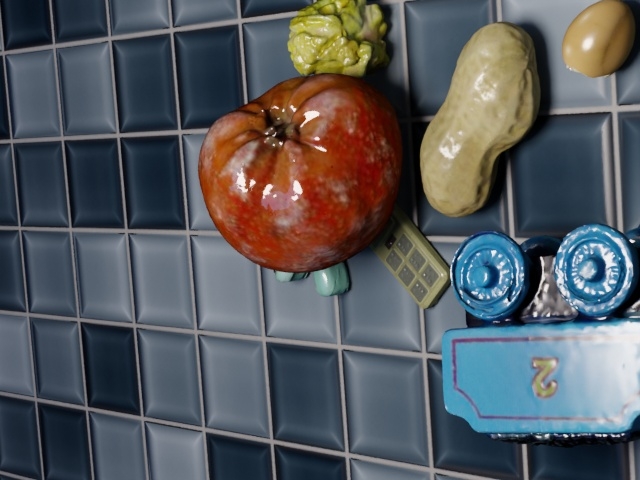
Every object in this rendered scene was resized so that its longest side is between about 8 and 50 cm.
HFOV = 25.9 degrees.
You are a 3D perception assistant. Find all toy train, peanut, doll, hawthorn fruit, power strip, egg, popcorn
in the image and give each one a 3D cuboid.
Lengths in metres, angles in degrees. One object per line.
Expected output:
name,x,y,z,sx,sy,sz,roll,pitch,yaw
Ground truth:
toy train,0.294,0.114,1.659,0.300,0.188,0.265,-6,85,37
peanut,0.208,-0.147,1.788,0.125,0.111,0.274,32,123,20
doll,0.000,0.000,2.050,0.159,0.059,0.158,9,103,45
hawthorn fruit,-0.025,-0.092,1.878,0.284,0.284,0.284,9,104,44
power strip,0.117,0.014,1.957,0.169,0.028,0.076,51,129,26
egg,0.334,-0.242,1.659,0.080,0.080,0.096,47,130,29
popcorn,0.025,-0.274,1.919,0.125,0.145,0.126,-22,89,39
